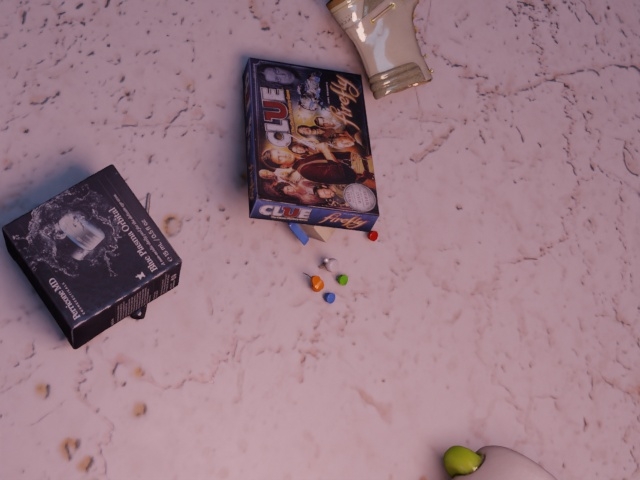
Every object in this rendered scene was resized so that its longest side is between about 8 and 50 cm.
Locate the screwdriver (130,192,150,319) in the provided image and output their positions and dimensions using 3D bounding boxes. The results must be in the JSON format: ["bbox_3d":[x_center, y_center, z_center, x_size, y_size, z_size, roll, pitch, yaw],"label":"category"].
[{"bbox_3d":[-0.230,0.018,1.384,0.025,0.024,0.170,13,70,-45],"label":"screwdriver"}]

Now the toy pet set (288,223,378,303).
[{"bbox_3d":[0.000,0.000,1.454,0.122,0.065,0.114,-54,132,-17],"label":"toy pet set"}]

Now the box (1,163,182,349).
[{"bbox_3d":[-0.277,0.020,1.316,0.158,0.093,0.156,-33,79,-20],"label":"box"}]

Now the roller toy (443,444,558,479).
[{"bbox_3d":[0.237,0.372,1.364,0.146,0.209,0.191,-45,126,-20],"label":"roller toy"}]

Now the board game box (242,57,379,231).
[{"bbox_3d":[-0.016,-0.129,1.427,0.165,0.042,0.243,6,54,-17],"label":"board game box"}]

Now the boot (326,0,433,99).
[{"bbox_3d":[0.121,-0.301,1.538,0.213,0.077,0.165,-30,97,-35],"label":"boot"}]
